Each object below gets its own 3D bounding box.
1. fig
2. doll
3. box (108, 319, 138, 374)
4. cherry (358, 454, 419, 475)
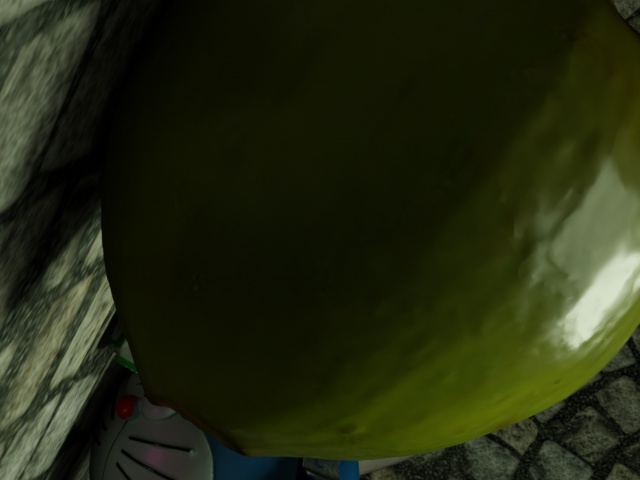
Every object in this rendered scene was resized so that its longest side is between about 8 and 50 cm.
[{"bbox_3d":[0.034,-0.029,1.041,0.343,0.343,0.343,-60,176,-8],"label":"fig"},{"bbox_3d":[-0.102,0.225,1.566,0.284,0.240,0.310,25,-90,54],"label":"doll"},{"bbox_3d":[-0.031,0.020,1.413,0.250,0.180,0.103,-63,179,8],"label":"box"},{"bbox_3d":[0.032,0.087,1.831,0.335,0.291,0.326,-21,146,-7],"label":"cherry"}]
